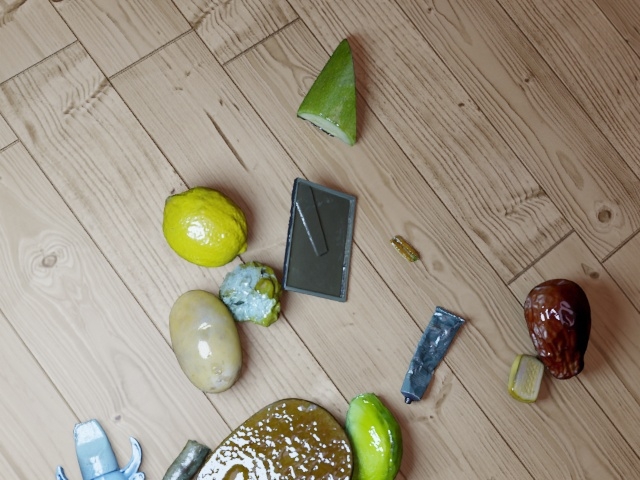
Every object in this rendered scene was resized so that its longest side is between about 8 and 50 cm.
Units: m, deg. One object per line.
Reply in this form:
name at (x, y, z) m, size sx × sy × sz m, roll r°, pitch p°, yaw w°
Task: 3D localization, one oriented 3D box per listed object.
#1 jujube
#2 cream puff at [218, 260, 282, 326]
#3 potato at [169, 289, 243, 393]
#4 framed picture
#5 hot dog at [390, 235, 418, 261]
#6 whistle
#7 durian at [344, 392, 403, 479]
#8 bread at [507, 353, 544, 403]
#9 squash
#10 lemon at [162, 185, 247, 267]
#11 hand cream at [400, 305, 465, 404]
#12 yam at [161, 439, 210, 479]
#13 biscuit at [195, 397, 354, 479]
jujube at (0.579, 0.213, 1.646) m, size 0.168 × 0.168 × 0.236 m, roll -14°, pitch 93°, yaw -12°
cream puff at (-0.151, 0.128, 1.559) m, size 0.156 × 0.156 × 0.121 m, roll 27°, pitch 33°, yaw -4°
potato at (-0.251, 0.219, 1.494) m, size 0.150 × 0.146 × 0.234 m, roll -24°, pitch 83°, yaw -2°
framed picture at (-0.001, 0.000, 1.607) m, size 0.192 × 0.018 × 0.265 m, roll 17°, pitch 74°, yaw -39°
hot dog at (0.205, 0.023, 1.686) m, size 0.083 × 0.021 × 0.037 m, roll 46°, pitch 54°, yaw 5°
whistle at (-0.456, 0.510, 1.440) m, size 0.180 × 0.093 × 0.269 m, roll -19°, pitch 76°, yaw -8°
durian at (0.117, 0.472, 1.541) m, size 0.139 × 0.101 × 0.250 m, roll -10°, pitch 78°, yaw 24°
bread at (0.492, 0.334, 1.654) m, size 0.082 × 0.056 × 0.115 m, roll 21°, pitch 71°, yaw -9°
squash at (0.073, -0.386, 1.709) m, size 0.169 × 0.093 × 0.252 m, roll 31°, pitch 75°, yaw -1°
lemon at (-0.258, -0.030, 1.539) m, size 0.193 × 0.180 × 0.181 m, roll 6°, pitch 77°, yaw -8°
hand cream at (0.260, 0.277, 1.626) m, size 0.075 × 0.052 × 0.248 m, roll 31°, pitch 75°, yaw -3°
yam at (-0.322, 0.539, 1.446) m, size 0.061 × 0.061 × 0.253 m, roll 32°, pitch 65°, yaw -2°
biscuit at (-0.085, 0.525, 1.464) m, size 0.367 × 0.063 × 0.314 m, roll -40°, pitch 71°, yaw -18°
